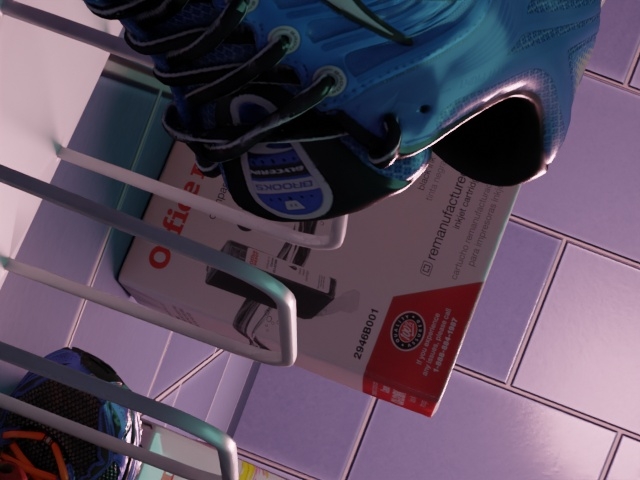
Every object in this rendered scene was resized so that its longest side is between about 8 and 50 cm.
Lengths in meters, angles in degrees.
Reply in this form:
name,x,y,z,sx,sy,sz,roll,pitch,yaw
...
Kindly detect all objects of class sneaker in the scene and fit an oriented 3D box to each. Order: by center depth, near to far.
name,x,y,z,sx,sy,sz,roll,pitch,yaw
sneaker,-0.011,-0.082,0.459,0.330,0.130,0.147,10,86,-43
sneaker,-0.168,0.149,0.747,0.221,0.083,0.087,-56,174,19

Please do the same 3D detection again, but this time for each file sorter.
name,x,y,z,sx,sy,sz,roll,pitch,yaw
file sorter,-0.068,-0.045,0.643,0.193,0.173,0.277,97,14,-74

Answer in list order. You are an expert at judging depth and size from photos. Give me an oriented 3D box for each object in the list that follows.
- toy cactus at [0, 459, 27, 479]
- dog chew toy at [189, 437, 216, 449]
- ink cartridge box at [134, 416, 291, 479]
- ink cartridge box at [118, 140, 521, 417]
name,x,y,z,sx,sy,sz,roll,pitch,yaw
toy cactus,-0.180,0.220,0.632,0.219,0.112,0.180,-82,-168,-46
dog chew toy,-0.167,0.329,1.224,0.332,0.207,0.206,-57,170,-36
ink cartridge box,-0.113,0.243,1.023,0.278,0.117,0.201,35,72,-52
ink cartridge box,0.000,0.000,1.165,0.114,0.273,0.197,78,33,-77
